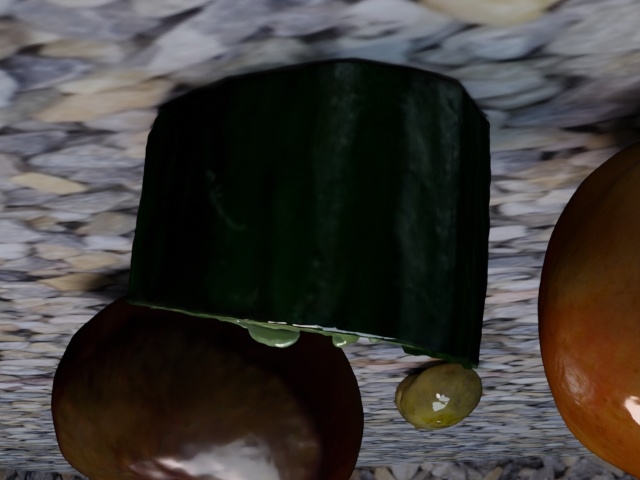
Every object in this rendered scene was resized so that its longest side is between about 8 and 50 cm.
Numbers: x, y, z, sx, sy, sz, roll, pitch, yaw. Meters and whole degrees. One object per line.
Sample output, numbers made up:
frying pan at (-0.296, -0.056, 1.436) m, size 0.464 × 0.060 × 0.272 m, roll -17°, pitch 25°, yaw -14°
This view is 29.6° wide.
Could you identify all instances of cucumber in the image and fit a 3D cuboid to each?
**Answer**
cucumber at (-0.004, -0.003, 0.617) m, size 0.191 × 0.130 × 0.191 m, roll 4°, pitch 165°, yaw 1°

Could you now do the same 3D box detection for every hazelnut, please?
hazelnut at (-0.088, 0.122, 0.975) m, size 0.252 × 0.217 × 0.217 m, roll 6°, pitch 167°, yaw 12°

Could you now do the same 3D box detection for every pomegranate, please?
pomegranate at (0.210, 0.041, 0.622) m, size 0.209 × 0.209 × 0.209 m, roll -1°, pitch 165°, yaw 0°

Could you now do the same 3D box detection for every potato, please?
potato at (0.137, 0.184, 1.421) m, size 0.092 × 0.070 × 0.138 m, roll 2°, pitch 165°, yaw -14°
